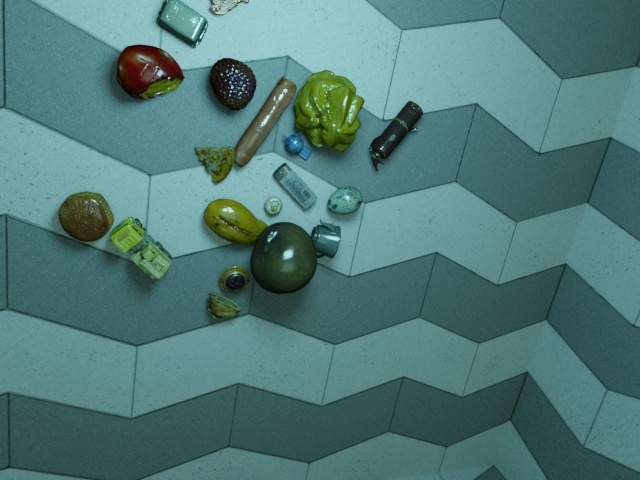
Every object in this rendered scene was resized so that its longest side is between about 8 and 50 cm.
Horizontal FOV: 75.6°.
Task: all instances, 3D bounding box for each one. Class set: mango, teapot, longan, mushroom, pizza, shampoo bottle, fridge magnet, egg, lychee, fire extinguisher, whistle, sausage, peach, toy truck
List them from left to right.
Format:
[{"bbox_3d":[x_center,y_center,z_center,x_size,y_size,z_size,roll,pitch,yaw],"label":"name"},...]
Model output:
[{"bbox_3d":[-0.740,0.044,1.713,0.124,0.157,0.272,-38,116,-4],"label":"toy truck"},{"bbox_3d":[-0.624,-0.608,1.521,0.226,0.196,0.190,15,135,-21],"label":"peach"},{"bbox_3d":[-0.444,-0.347,1.724,0.176,0.036,0.184,38,118,-16],"label":"pizza"},{"bbox_3d":[-0.346,-0.620,1.614,0.188,0.188,0.188,-6,109,-17],"label":"lychee"},{"bbox_3d":[-0.401,0.187,1.932,0.143,0.063,0.143,-8,113,-18],"label":"fridge magnet"},{"bbox_3d":[-0.372,-0.075,1.822,0.295,0.120,0.177,29,97,-25],"label":"mango"},{"bbox_3d":[-0.242,-0.496,1.742,0.094,0.094,0.419,37,95,13],"label":"sausage"},{"bbox_3d":[-0.213,-0.159,1.880,0.083,0.067,0.084,-8,117,-16],"label":"mushroom"},{"bbox_3d":[-0.161,0.080,1.833,0.319,0.319,0.319,-6,109,-17],"label":"longan"},{"bbox_3d":[-0.114,-0.248,1.890,0.086,0.056,0.227,-44,116,1],"label":"shampoo bottle"},{"bbox_3d":[-0.100,-0.417,1.824,0.158,0.090,0.090,32,95,-25],"label":"whistle"},{"bbox_3d":[0.000,0.000,1.973,0.149,0.162,0.239,13,133,-14],"label":"teapot"},{"bbox_3d":[0.114,-0.186,1.951,0.172,0.132,0.132,-20,114,1],"label":"egg"},{"bbox_3d":[0.348,-0.486,1.946,0.141,0.105,0.341,39,89,-25],"label":"fire extinguisher"}]

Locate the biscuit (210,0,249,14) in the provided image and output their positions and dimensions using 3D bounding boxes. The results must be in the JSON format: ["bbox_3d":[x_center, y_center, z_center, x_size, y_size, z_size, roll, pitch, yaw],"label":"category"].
[{"bbox_3d":[-0.342,-0.992,1.570,0.183,0.043,0.280,25,93,-28],"label":"biscuit"}]

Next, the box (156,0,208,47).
[{"bbox_3d":[-0.512,-0.820,1.538,0.172,0.093,0.124,26,98,-25],"label":"box"}]

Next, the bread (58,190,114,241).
[{"bbox_3d":[-0.926,-0.093,1.631,0.199,0.104,0.199,-6,110,-15],"label":"bread"}]

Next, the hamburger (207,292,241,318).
[{"bbox_3d":[-0.473,0.315,1.944,0.176,0.087,0.102,30,108,-33],"label":"hamburger"}]

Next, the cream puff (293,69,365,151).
[{"bbox_3d":[0.028,-0.549,1.728,0.274,0.270,0.323,6,104,-16],"label":"cream puff"}]
